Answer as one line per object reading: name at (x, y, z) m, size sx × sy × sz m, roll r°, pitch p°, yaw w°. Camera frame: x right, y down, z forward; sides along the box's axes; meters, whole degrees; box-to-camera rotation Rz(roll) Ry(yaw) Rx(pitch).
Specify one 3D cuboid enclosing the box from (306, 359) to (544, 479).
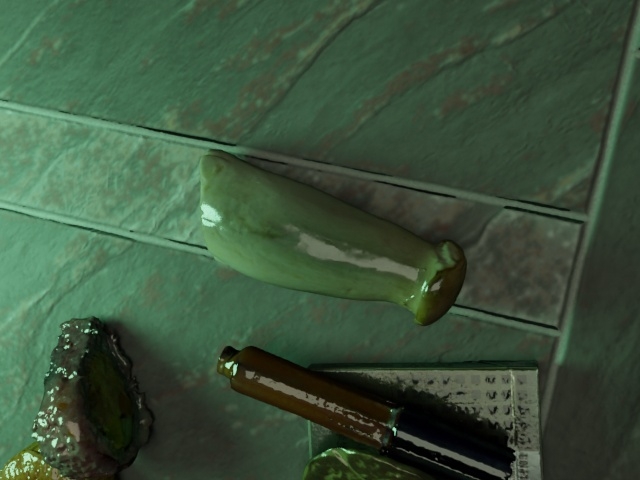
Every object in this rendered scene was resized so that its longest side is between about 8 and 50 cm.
box at (0.143, 0.264, 0.922) m, size 0.325 × 0.047 × 0.180 m, roll -3°, pitch 91°, yaw 12°

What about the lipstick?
lipstick at (0.053, 0.236, 0.879) m, size 0.419 × 0.077 × 0.077 m, roll 20°, pitch 97°, yaw 13°

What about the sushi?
sushi at (-0.356, 0.237, 0.967) m, size 0.108 × 0.161 × 0.241 m, roll -22°, pitch 89°, yaw 13°

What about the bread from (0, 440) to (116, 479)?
bread at (-0.415, 0.407, 1.019) m, size 0.199 × 0.104 × 0.199 m, roll 1°, pitch 93°, yaw 14°

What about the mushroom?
mushroom at (-0.006, 0.007, 0.901) m, size 0.408 × 0.137 × 0.154 m, roll 23°, pitch 85°, yaw 16°

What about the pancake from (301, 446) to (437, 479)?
pancake at (0.084, 0.378, 0.901) m, size 0.250 × 0.031 × 0.250 m, roll 9°, pitch 126°, yaw 13°
